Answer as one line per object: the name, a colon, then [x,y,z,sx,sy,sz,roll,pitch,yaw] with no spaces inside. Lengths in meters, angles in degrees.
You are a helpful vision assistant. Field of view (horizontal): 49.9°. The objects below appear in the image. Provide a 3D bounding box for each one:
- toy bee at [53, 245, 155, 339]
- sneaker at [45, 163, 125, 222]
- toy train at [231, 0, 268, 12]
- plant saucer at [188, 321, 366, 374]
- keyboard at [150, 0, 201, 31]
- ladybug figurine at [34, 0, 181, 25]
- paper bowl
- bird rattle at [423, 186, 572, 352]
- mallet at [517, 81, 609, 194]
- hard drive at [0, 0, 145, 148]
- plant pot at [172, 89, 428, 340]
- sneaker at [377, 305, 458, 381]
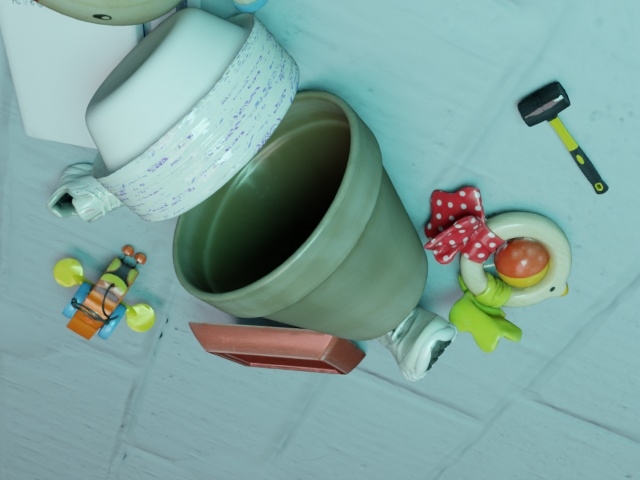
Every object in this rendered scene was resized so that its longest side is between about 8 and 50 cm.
toy bee: [-0.376,0.098,1.256,0.298,0.162,0.195,0,142,48]
sneaker: [-0.338,-0.073,1.104,0.232,0.115,0.090,-11,125,23]
toy train: [-0.058,-0.392,0.773,0.105,0.248,0.143,27,174,21]
plant saucer: [-0.068,0.194,1.202,0.258,0.048,0.259,2,163,15]
keyboard: [-0.197,-0.322,0.931,0.072,0.014,0.256,9,131,1]
ladybug figurine: [-0.319,-0.428,0.737,0.305,0.162,0.449,-32,113,23]
paper bowl: [-0.176,-0.173,0.857,0.284,0.284,0.148,-27,125,32]
bird rattle: [0.270,0.025,1.042,0.206,0.143,0.254,-12,112,10]
mallet: [0.343,-0.134,0.919,0.189,0.039,0.062,38,126,-22]
hard drive: [-0.353,-0.280,0.988,0.210,0.040,0.319,11,130,7]
plant pot: [0.000,0.000,0.976,0.323,0.323,0.280,-23,136,30]
sneaker: [0.127,0.139,1.073,0.118,0.292,0.110,42,85,-1]
